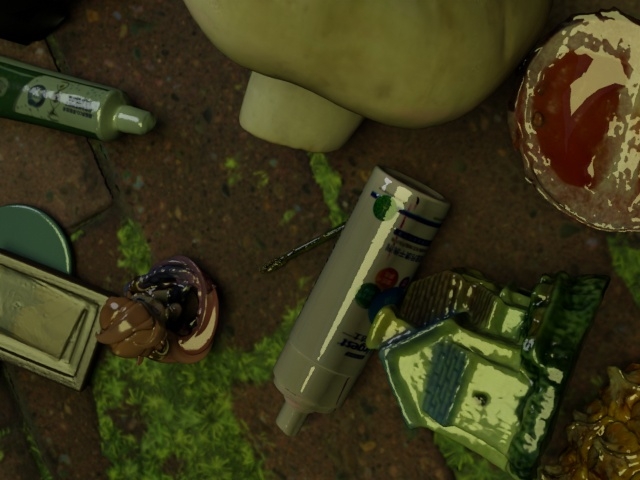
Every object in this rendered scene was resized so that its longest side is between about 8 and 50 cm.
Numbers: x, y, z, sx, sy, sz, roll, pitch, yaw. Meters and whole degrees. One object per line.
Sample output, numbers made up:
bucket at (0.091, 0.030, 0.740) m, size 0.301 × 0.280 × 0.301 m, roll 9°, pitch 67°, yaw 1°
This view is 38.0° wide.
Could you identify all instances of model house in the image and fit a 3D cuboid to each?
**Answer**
model house at (0.151, 0.097, 0.876) m, size 0.189 × 0.214 × 0.195 m, roll 18°, pitch 101°, yaw 19°

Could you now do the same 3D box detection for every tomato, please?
tomato at (0.295, -0.110, 0.865) m, size 0.227 × 0.112 × 0.199 m, roll 18°, pitch 107°, yaw 19°

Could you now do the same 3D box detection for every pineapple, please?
pineapple at (0.286, 0.259, 0.851) m, size 0.161 × 0.158 × 0.335 m, roll 5°, pitch 100°, yaw 7°

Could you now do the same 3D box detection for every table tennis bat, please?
table tennis bat at (-0.394, 0.072, 1.164) m, size 0.152 × 0.040 × 0.244 m, roll 24°, pitch 99°, yaw 12°

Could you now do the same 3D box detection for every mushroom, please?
mushroom at (0.032, -0.232, 0.840) m, size 0.325 × 0.353 × 0.353 m, roll 35°, pitch 108°, yaw 55°

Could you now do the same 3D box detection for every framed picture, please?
framed picture at (-0.345, 0.095, 1.130) m, size 0.168 × 0.023 × 0.128 m, roll 22°, pitch 98°, yaw 3°

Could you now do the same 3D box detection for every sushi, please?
sushi at (-0.365, -0.348, 1.076) m, size 0.172 × 0.153 × 0.151 m, roll -26°, pitch 65°, yaw 41°

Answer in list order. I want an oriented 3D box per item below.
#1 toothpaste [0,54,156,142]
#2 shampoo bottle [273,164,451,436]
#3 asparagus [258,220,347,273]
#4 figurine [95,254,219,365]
toothpaste at (-0.365, -0.179, 1.128) m, size 0.391 × 0.061 × 0.099 m, roll 16°, pitch 91°, yaw 23°
shampoo bottle at (0.029, 0.073, 0.981) m, size 0.092 × 0.092 × 0.303 m, roll 30°, pitch 102°, yaw 16°
asparagus at (0.000, 0.000, 1.030) m, size 0.166 × 0.013 × 0.016 m, roll -25°, pitch 68°, yaw 19°
figurine at (-0.187, 0.094, 1.040) m, size 0.126 × 0.157 × 0.114 m, roll 34°, pitch 125°, yaw 10°
